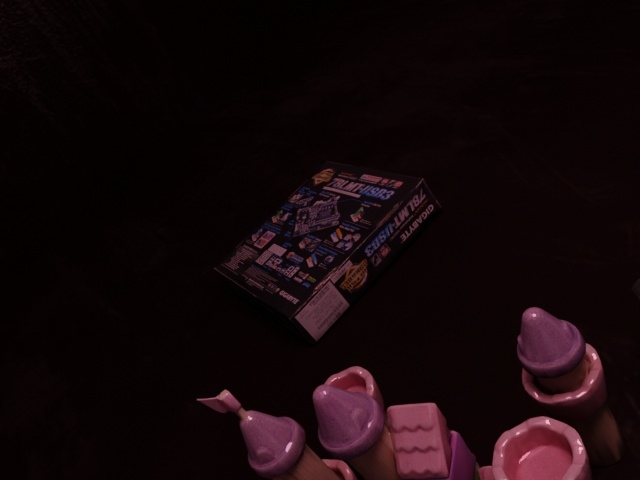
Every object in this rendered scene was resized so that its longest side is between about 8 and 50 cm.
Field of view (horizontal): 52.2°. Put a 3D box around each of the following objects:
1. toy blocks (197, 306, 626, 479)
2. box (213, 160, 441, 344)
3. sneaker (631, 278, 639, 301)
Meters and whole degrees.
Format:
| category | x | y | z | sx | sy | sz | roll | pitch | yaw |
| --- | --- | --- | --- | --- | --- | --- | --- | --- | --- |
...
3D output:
| category | x | y | z | sx | sy | sz | roll | pitch | yaw |
| --- | --- | --- | --- | --- | --- | --- | --- | --- | --- |
| toy blocks | 0.076 | 0.202 | 0.508 | 0.288 | 0.260 | 0.309 | -15 | 36 | 32 |
| box | 0.000 | 0.000 | 1.069 | 0.293 | 0.073 | 0.295 | -44 | 30 | -15 |
| sneaker | 0.345 | 0.090 | 0.495 | 0.094 | 0.151 | 0.256 | -36 | 31 | -3 |
